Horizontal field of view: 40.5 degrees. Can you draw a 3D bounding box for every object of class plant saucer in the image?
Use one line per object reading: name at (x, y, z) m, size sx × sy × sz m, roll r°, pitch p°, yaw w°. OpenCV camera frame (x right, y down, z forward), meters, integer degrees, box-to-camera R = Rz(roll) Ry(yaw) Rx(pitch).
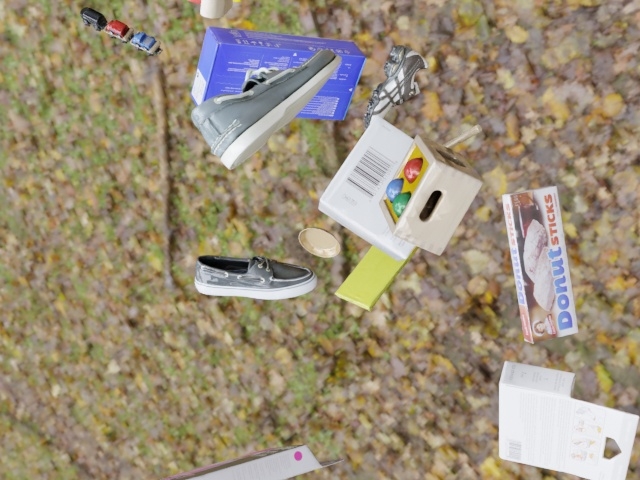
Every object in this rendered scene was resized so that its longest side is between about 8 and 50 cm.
plant saucer at (0.000, 0.000, 1.657) m, size 0.083 × 0.015 × 0.083 m, roll 15°, pitch 143°, yaw 11°

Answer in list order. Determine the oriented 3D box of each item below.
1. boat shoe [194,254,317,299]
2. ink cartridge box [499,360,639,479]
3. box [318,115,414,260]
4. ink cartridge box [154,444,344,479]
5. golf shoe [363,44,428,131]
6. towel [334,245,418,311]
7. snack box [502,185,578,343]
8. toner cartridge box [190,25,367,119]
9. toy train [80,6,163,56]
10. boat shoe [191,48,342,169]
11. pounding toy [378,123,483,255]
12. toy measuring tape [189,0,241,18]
boat shoe at (-0.075, 0.038, 0.991) m, size 0.142 × 0.049 × 0.040 m, roll -1°, pitch 121°, yaw 4°
ink cartridge box at (0.495, 0.374, 1.752) m, size 0.261 × 0.066 × 0.296 m, roll 10°, pitch 141°, yaw 19°
box at (0.117, -0.086, 1.505) m, size 0.182 × 0.181 × 0.119 m, roll 34°, pitch 177°, yaw 1°
ink cartridge box at (-0.150, 0.485, 1.818) m, size 0.176 × 0.371 × 0.069 m, roll -26°, pitch 73°, yaw 54°
golf shoe at (0.157, -0.307, 1.822) m, size 0.094 × 0.077 × 0.198 m, roll 22°, pitch 112°, yaw -9°
towel at (0.135, 0.037, 1.765) m, size 0.102 × 0.237 × 0.021 m, roll 20°, pitch 154°, yaw 46°
snack box at (0.260, 0.028, 1.028) m, size 0.022 × 0.064 × 0.178 m, roll -174°, pitch 74°, yaw -73°
toner cartridge box at (-0.087, -0.349, 1.842) m, size 0.075 × 0.348 × 0.165 m, roll 59°, pitch 139°, yaw 41°
toy train at (-0.312, -0.328, 1.356) m, size 0.158 × 0.027 × 0.036 m, roll 27°, pitch 163°, yaw 18°
boat shoe at (-0.073, -0.223, 1.284) m, size 0.099 × 0.319 × 0.116 m, roll 42°, pitch 136°, yaw -1°
pounding toy at (0.163, -0.110, 1.312) m, size 0.094 × 0.206 × 0.181 m, roll 23°, pitch 110°, yaw -16°
toy measuring tape at (-0.141, -0.320, 1.009) m, size 0.122 × 0.330 × 0.121 m, roll 2°, pitch 118°, yaw 3°
